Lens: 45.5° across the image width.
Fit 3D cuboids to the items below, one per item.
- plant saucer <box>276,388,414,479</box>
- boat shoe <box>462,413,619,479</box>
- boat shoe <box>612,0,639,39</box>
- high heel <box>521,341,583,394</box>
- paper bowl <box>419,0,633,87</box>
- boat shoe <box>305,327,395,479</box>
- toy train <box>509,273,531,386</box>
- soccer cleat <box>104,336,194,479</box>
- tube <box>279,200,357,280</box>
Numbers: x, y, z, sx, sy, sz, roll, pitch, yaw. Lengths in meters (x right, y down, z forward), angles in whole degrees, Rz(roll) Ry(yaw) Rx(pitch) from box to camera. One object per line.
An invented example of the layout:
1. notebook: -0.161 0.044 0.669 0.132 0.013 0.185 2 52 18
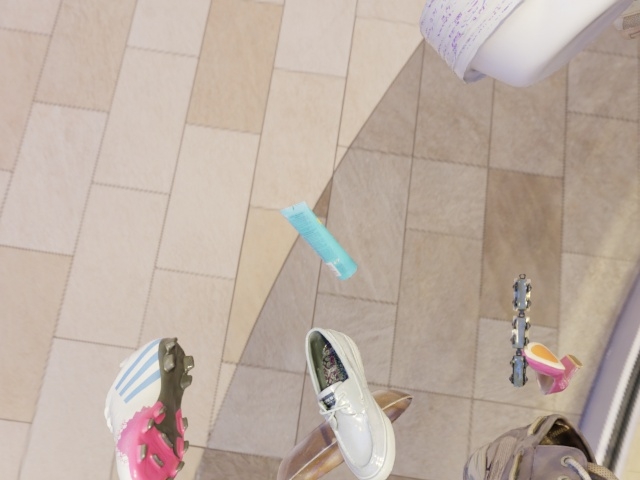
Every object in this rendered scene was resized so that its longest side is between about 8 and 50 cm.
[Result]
1. plant saucer: 0.037 0.367 1.418 0.310 0.310 0.050 -32 68 -13
2. boat shoe: 0.202 0.240 0.669 0.132 0.355 0.130 39 102 -2
3. boat shoe: 0.667 -0.429 1.334 0.121 0.341 0.110 -51 118 -20
4. high heel: 0.481 0.292 1.677 0.117 0.244 0.082 -51 55 19
5. paper bowl: 0.269 -0.297 0.910 0.284 0.284 0.148 -36 81 -13
6. boat shoe: 0.027 0.211 1.007 0.079 0.081 0.227 -40 45 21
7. toy train: 0.283 0.127 1.076 0.027 0.036 0.158 2 85 18
8. soccer cleat: -0.291 0.294 1.237 0.143 0.331 0.116 -25 119 14
9. tube: 0.000 0.000 1.680 0.207 0.080 0.052 49 42 -21
